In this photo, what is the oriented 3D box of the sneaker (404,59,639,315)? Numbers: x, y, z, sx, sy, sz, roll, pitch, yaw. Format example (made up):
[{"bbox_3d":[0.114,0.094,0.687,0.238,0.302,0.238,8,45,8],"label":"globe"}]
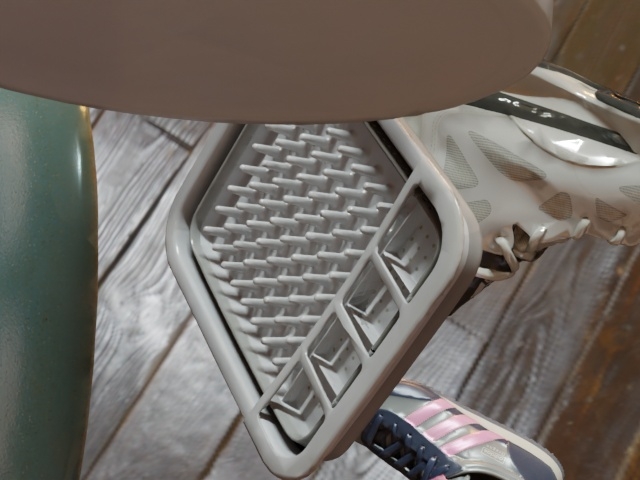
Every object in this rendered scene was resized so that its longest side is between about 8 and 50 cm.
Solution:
[{"bbox_3d":[0.229,-0.022,1.218,0.447,0.169,0.258,26,101,13],"label":"sneaker"}]

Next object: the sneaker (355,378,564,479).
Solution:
[{"bbox_3d":[0.143,0.268,1.600,0.319,0.112,0.131,21,32,12],"label":"sneaker"}]

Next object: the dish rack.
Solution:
[{"bbox_3d":[0.000,0.000,1.070,0.072,0.286,0.333,9,35,-38],"label":"dish rack"}]

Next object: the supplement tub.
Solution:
[{"bbox_3d":[-0.026,-0.215,0.379,0.235,0.235,0.325,6,81,-15],"label":"supplement tub"}]

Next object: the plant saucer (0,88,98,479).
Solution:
[{"bbox_3d":[-0.176,0.047,0.664,0.043,0.317,0.318,5,75,-25],"label":"plant saucer"}]
